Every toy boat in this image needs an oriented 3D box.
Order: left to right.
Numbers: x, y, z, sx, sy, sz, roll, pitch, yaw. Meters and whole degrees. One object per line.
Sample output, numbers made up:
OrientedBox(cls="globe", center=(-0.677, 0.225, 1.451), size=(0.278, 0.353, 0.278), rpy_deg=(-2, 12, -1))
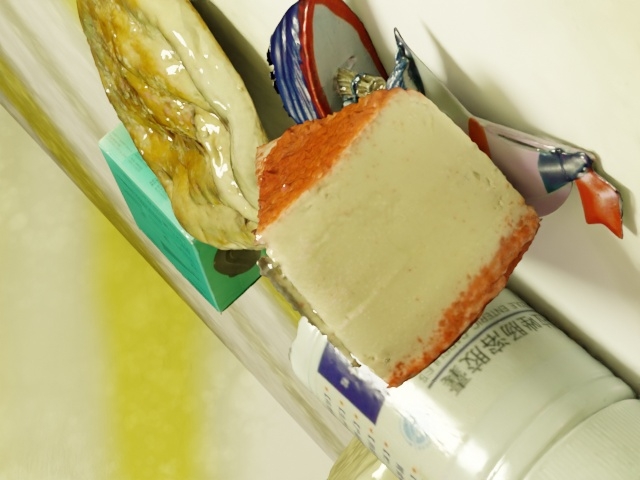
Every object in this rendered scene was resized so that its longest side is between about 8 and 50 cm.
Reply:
OrientedBox(cls="toy boat", center=(0.093, -0.070, 0.971), size=(0.318, 0.072, 0.219), rpy_deg=(32, 160, 22))

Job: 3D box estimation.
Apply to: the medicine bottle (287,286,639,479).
OrientedBox(cls="medicine bottle", center=(0.148, 0.151, 1.115), size=(0.332, 0.190, 0.190), rpy_deg=(40, 166, 31))

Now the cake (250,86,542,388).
OrientedBox(cls="cake", center=(0.045, -0.036, 0.964), size=(0.158, 0.160, 0.262), rpy_deg=(46, -169, -18))

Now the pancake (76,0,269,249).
OrientedBox(cls="pancake", center=(-0.156, -0.143, 1.410), size=(0.387, 0.082, 0.387), rpy_deg=(49, 160, 25))

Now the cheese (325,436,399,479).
OrientedBox(cls="cheese", center=(0.103, 0.232, 1.363), size=(0.115, 0.326, 0.318), rpy_deg=(42, -154, 0))

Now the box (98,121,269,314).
OrientedBox(cls="box", center=(-0.181, -0.045, 1.825), size=(0.205, 0.118, 0.311), rpy_deg=(47, 168, 18))

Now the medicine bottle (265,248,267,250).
OrientedBox(cls="medicine bottle", center=(0.000, 0.000, 1.414), size=(0.083, 0.083, 0.203), rpy_deg=(51, 169, -13))
